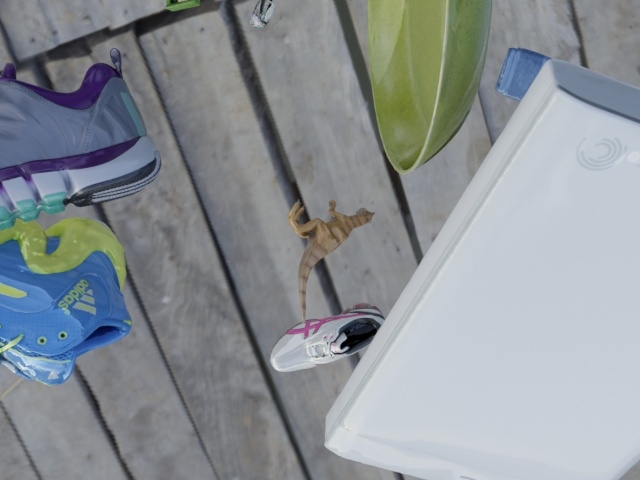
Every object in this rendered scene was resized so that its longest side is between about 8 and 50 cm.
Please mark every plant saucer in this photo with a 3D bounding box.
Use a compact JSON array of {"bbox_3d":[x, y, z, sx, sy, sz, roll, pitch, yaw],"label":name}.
[{"bbox_3d":[0.069,-0.164,0.594,0.037,0.241,0.241,-1,112,-7],"label":"plant saucer"}]

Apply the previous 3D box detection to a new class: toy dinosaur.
[{"bbox_3d":[0.000,0.000,1.272,0.112,0.211,0.064,37,149,11],"label":"toy dinosaur"}]

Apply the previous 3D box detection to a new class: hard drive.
[{"bbox_3d":[0.151,0.055,0.552,0.202,0.040,0.308,17,130,-12],"label":"hard drive"}]

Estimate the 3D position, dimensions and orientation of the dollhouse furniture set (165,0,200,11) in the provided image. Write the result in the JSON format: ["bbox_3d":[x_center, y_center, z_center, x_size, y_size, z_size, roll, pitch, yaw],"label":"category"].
[{"bbox_3d":[-0.183,-0.295,0.960,0.076,0.151,0.059,-7,84,18],"label":"dollhouse furniture set"}]

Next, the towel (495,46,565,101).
[{"bbox_3d":[0.287,-0.201,1.153,0.119,0.029,0.067,21,124,9],"label":"towel"}]

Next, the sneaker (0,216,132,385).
[{"bbox_3d":[-0.238,0.046,0.658,0.091,0.240,0.126,-52,58,40],"label":"sneaker"}]

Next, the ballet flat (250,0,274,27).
[{"bbox_3d":[-0.098,-0.453,1.700,0.041,0.041,0.115,15,93,-2],"label":"ballet flat"}]

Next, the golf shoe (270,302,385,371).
[{"bbox_3d":[0.009,0.148,1.356,0.186,0.086,0.068,-24,98,2],"label":"golf shoe"}]

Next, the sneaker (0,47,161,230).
[{"bbox_3d":[-0.219,-0.055,0.574,0.223,0.083,0.098,-17,87,-21],"label":"sneaker"}]
